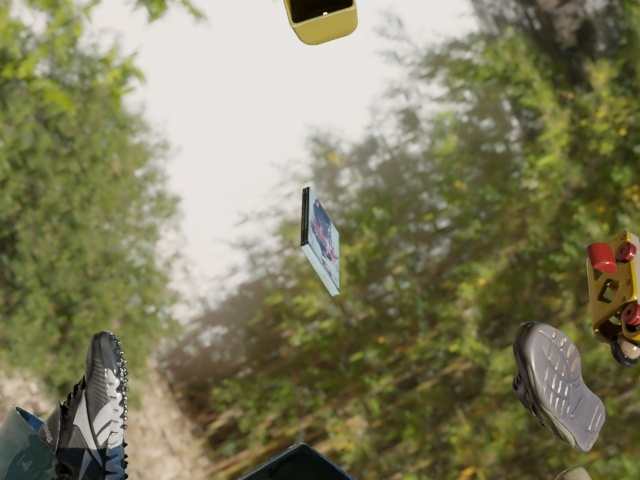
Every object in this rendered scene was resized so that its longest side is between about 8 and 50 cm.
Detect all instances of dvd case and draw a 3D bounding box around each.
[{"bbox_3d":[0.000,0.000,1.714,0.087,0.013,0.119,58,21,-33],"label":"dvd case"}]

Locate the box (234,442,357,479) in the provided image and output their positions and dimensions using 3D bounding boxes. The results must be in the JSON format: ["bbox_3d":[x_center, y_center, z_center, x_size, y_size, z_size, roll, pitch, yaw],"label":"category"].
[{"bbox_3d":[-0.117,0.561,1.538,0.297,0.480,0.472,35,-53,27],"label":"box"}]

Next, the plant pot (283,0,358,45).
[{"bbox_3d":[0.001,-0.277,1.651,0.083,0.081,0.081,66,9,-66],"label":"plant pot"}]

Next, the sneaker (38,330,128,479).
[{"bbox_3d":[-0.279,0.210,1.634,0.078,0.106,0.234,-103,-165,-57],"label":"sneaker"}]

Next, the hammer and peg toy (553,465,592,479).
[{"bbox_3d":[0.325,0.336,1.449,0.361,0.266,0.127,1,49,-41],"label":"hammer and peg toy"}]

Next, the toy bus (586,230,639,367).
[{"bbox_3d":[0.387,0.093,1.720,0.202,0.104,0.191,-18,72,-49],"label":"toy bus"}]

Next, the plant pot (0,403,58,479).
[{"bbox_3d":[-0.356,0.386,1.846,0.293,0.196,0.293,38,-8,7],"label":"plant pot"}]

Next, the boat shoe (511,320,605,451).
[{"bbox_3d":[0.421,0.277,2.625,0.130,0.132,0.355,12,-34,40],"label":"boat shoe"}]
